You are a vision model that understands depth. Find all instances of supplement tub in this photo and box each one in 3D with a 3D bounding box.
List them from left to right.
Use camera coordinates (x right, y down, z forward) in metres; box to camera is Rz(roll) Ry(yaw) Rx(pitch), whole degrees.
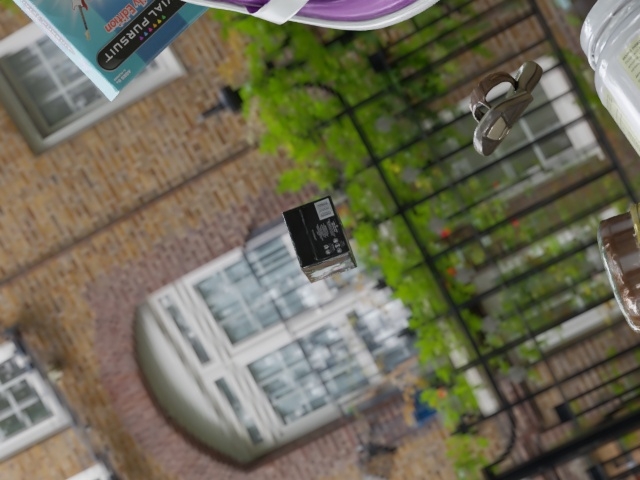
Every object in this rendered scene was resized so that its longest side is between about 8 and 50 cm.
[{"bbox_3d":[0.497,-0.185,1.644,0.325,0.235,0.235,63,-169,28],"label":"supplement tub"}]

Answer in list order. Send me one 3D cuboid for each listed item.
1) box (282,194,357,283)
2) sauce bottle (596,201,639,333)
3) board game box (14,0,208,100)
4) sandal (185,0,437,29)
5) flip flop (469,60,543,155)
[{"bbox_3d":[0.000,0.000,1.269,0.083,0.052,0.062,63,-172,-76],"label":"box"},{"bbox_3d":[0.398,-0.029,1.039,0.111,0.344,0.111,53,-157,-34],"label":"sauce bottle"},{"bbox_3d":[-0.390,-0.455,2.258,0.336,0.254,0.079,46,162,-9],"label":"board game box"},{"bbox_3d":[-0.031,-0.290,1.288,0.102,0.416,0.169,-14,-78,-53],"label":"sandal"},{"bbox_3d":[0.264,-0.210,1.914,0.080,0.112,0.277,35,-147,1],"label":"flip flop"}]
